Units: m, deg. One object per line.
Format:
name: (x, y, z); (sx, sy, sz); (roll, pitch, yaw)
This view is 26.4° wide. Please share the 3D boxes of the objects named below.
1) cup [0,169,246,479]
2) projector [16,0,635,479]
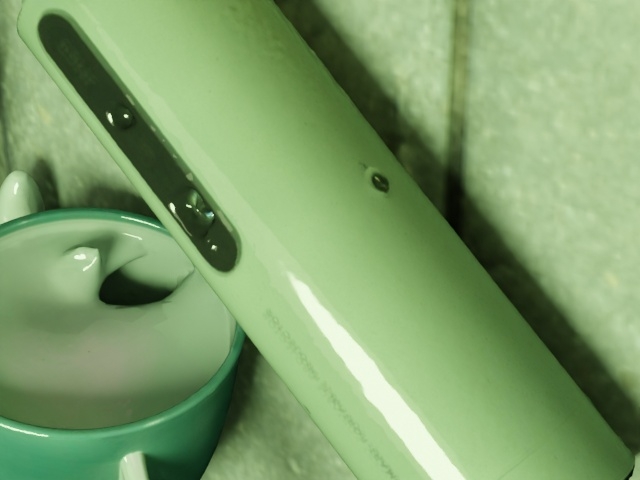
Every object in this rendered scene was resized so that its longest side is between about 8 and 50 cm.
cup: (-0.130, 0.096, 0.757); (0.173, 0.167, 0.300); (99, 150, -45)
projector: (0.000, 0.000, 0.622); (0.337, 0.108, 0.108); (52, 135, 7)
